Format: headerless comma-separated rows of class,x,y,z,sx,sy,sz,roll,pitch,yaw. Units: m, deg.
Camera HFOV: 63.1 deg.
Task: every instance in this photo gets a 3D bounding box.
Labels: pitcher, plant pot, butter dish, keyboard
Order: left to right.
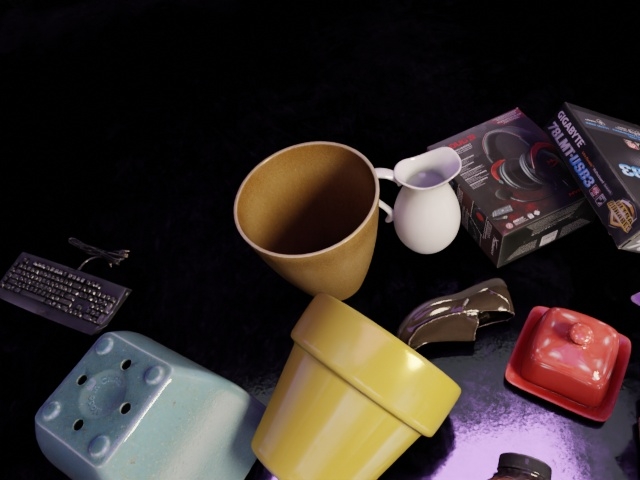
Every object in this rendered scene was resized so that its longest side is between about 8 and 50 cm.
keyboard,-0.545,0.077,1.134,0.317,0.033,0.201,15,58,21
plant pot,-0.258,0.275,0.770,0.248,0.252,0.247,18,60,29
plant pot,0.000,0.000,0.925,0.237,0.254,0.237,-7,53,9
plant pot,0.032,0.241,0.760,0.254,0.254,0.239,31,80,30
pitcher,0.170,-0.065,0.969,0.178,0.207,0.125,-3,53,11
butter dish,0.389,0.166,0.802,0.160,0.118,0.160,22,62,25

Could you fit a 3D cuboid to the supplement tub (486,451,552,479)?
supplement tub,0.253,0.385,0.674,0.106,0.106,0.198,11,57,20

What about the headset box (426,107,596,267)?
headset box,0.360,-0.121,1.029,0.218,0.110,0.293,-24,53,-6

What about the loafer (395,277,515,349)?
loafer,0.233,0.135,0.883,0.220,0.080,0.078,-24,52,-6

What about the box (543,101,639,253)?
box,0.569,-0.094,0.901,0.296,0.073,0.293,10,46,-21

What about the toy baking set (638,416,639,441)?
toy baking set,0.554,0.290,0.732,0.197,0.030,0.256,4,55,12

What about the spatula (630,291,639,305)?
spatula,0.614,0.160,0.783,0.084,0.030,0.296,-23,43,-9
